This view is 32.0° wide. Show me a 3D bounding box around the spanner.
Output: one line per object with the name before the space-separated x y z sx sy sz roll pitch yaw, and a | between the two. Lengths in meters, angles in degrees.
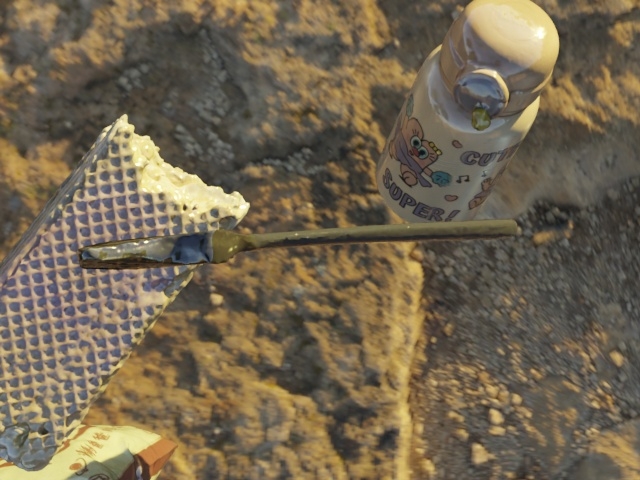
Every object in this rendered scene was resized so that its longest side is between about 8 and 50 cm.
spanner | 0.000 0.000 0.438 0.046 0.208 0.012 -6 89 52

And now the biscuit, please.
biscuit | -0.162 0.036 0.751 0.108 0.062 0.239 38 91 -20

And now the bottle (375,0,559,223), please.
bottle | 0.111 -0.095 0.861 0.097 0.209 0.110 25 57 2

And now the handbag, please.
handbag | -0.259 0.230 1.007 0.235 0.213 0.127 -12 98 6
